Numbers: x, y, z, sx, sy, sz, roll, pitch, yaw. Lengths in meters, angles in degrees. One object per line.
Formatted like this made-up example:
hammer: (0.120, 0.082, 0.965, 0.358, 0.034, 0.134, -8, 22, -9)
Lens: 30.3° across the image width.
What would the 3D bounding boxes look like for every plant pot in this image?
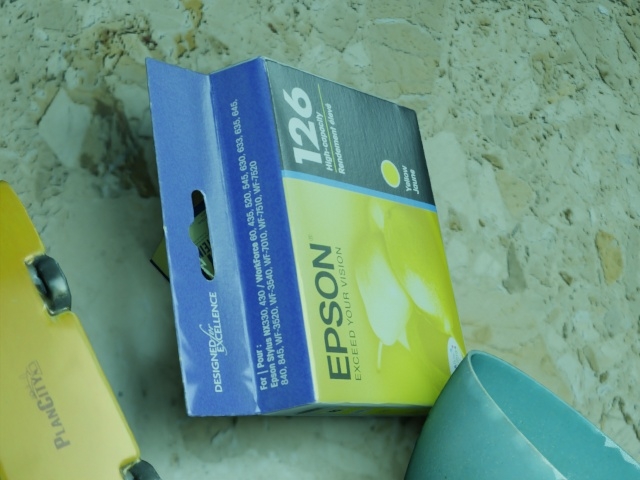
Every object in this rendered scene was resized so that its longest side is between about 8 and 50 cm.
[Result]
plant pot: (0.171, 0.258, 0.968, 0.290, 0.290, 0.195, 39, 100, -2)

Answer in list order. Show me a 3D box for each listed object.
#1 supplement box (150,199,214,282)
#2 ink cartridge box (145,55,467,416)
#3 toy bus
supplement box: (-0.097, 0.018, 1.042, 0.083, 0.083, 0.056, 47, 63, 2)
ink cartridge box: (0.000, 0.000, 1.018, 0.307, 0.072, 0.304, 11, 65, -50)
toy bus: (-0.232, 0.122, 0.932, 0.108, 0.130, 0.333, -23, 79, -25)
